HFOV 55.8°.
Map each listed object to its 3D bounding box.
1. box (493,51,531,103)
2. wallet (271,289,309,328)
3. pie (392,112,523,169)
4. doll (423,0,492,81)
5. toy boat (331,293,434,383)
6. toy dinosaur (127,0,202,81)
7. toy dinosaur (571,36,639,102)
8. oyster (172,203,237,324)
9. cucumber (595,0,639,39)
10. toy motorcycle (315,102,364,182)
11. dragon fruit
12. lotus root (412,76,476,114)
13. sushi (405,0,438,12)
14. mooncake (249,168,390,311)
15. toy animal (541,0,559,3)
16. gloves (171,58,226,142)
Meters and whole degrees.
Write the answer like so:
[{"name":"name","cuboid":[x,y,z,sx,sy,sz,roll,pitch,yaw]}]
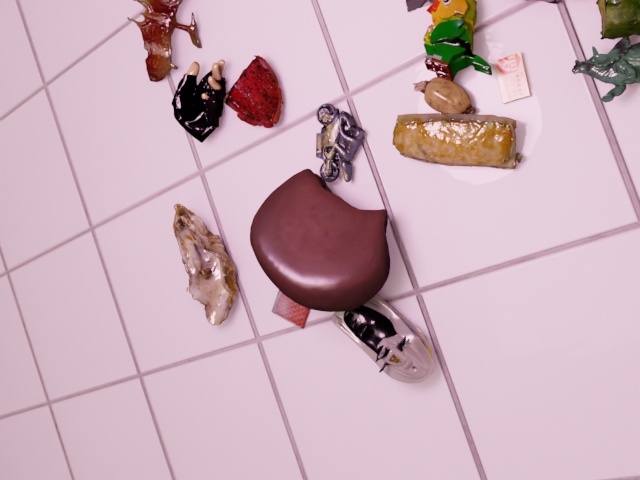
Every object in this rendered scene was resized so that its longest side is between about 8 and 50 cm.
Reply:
[{"name":"box","cuboid":[0.401,-0.339,1.265,0.058,0.015,0.093,-12,92,32]},{"name":"wallet","cuboid":[-0.058,0.125,1.588,0.103,0.020,0.197,26,109,24]},{"name":"pie","cuboid":[0.291,-0.214,1.303,0.282,0.068,0.129,8,125,25]},{"name":"doll","cuboid":[0.284,-0.429,1.267,0.134,0.106,0.187,-5,78,22]},{"name":"toy boat","cuboid":[0.144,0.224,1.426,0.269,0.140,0.141,46,117,32]},{"name":"toy dinosaur","cuboid":[-0.421,-0.612,1.658,0.206,0.113,0.328,-7,105,4]},{"name":"toy dinosaur","cuboid":[0.613,-0.308,1.103,0.291,0.079,0.120,20,71,30]},{"name":"oyster","cuboid":[-0.315,0.057,1.675,0.166,0.110,0.342,-32,84,34]},{"name":"cucumber","cuboid":[0.621,-0.436,1.068,0.244,0.134,0.135,3,98,22]},{"name":"toy motorcycle","cuboid":[0.049,-0.236,1.454,0.124,0.061,0.194,-1,95,27]},{"name":"dragon fruit","cuboid":[-0.156,-0.368,1.549,0.161,0.120,0.127,45,75,-10]},{"name":"lotus root","cuboid":[0.269,-0.315,1.317,0.151,0.063,0.072,30,120,19]},{"name":"sushi","cuboid":[0.257,-0.639,1.286,0.219,0.047,0.232,-10,92,30]},{"name":"mooncake","cuboid":[0.000,0.000,1.416,0.325,0.174,0.334,0,64,9]},{"name":"toy animal","cuboid":[0.430,-0.583,1.129,0.249,0.174,0.289,38,114,32]},{"name":"gloves","cuboid":[-0.305,-0.385,1.600,0.164,0.124,0.203,46,102,7]}]
